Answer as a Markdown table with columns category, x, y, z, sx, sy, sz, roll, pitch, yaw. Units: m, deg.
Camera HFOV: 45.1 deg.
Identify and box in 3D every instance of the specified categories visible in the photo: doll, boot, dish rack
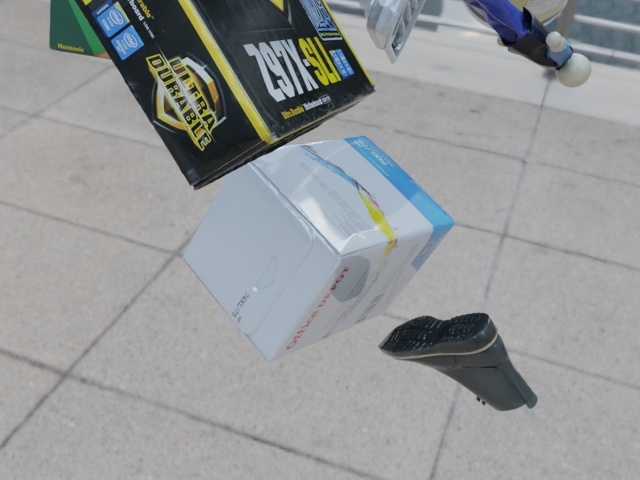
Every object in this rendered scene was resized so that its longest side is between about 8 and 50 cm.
| category | x | y | z | sx | sy | sz | roll | pitch | yaw |
| --- | --- | --- | --- | --- | --- | --- | --- | --- | --- |
| doll | 0.216 | -0.220 | 0.815 | 0.189 | 0.046 | 0.129 | 33 | 5 | -23 |
| boot | 0.176 | 0.172 | 1.020 | 0.077 | 0.137 | 0.198 | -45 | 18 | -28 |
| dish rack | 0.144 | -0.439 | 1.241 | 0.072 | 0.285 | 0.333 | 25 | 9 | 5 |

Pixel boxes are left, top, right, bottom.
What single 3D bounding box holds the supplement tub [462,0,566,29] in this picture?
| category | x | y | z | sx | sy | sz | roll | pitch | yaw |
| --- | --- | --- | --- | --- | --- | --- | --- | --- | --- |
| supplement tub | 0.383 | -0.554 | 1.425 | 0.228 | 0.316 | 0.228 | -1 | 76 | 3 |

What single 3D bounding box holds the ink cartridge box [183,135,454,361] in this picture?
| category | x | y | z | sx | sy | sz | roll | pitch | yaw |
| --- | --- | --- | --- | --- | --- | --- | --- | --- | --- |
| ink cartridge box | 0.000 | 0.000 | 1.046 | 0.197 | 0.198 | 0.270 | 47 | 34 | 21 |

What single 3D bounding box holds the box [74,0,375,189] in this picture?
| category | x | y | z | sx | sy | sz | roll | pitch | yaw |
| --- | --- | --- | --- | --- | --- | --- | --- | --- | --- |
| box | -0.079 | -0.197 | 0.620 | 0.079 | 0.257 | 0.322 | -27 | 7 | 21 |

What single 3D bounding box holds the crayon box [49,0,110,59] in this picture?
| category | x | y | z | sx | sy | sz | roll | pitch | yaw |
| --- | --- | --- | --- | --- | --- | --- | --- | --- | --- |
| crayon box | -0.175 | -0.396 | 1.060 | 0.363 | 0.313 | 0.106 | 7 | 36 | -12 |
